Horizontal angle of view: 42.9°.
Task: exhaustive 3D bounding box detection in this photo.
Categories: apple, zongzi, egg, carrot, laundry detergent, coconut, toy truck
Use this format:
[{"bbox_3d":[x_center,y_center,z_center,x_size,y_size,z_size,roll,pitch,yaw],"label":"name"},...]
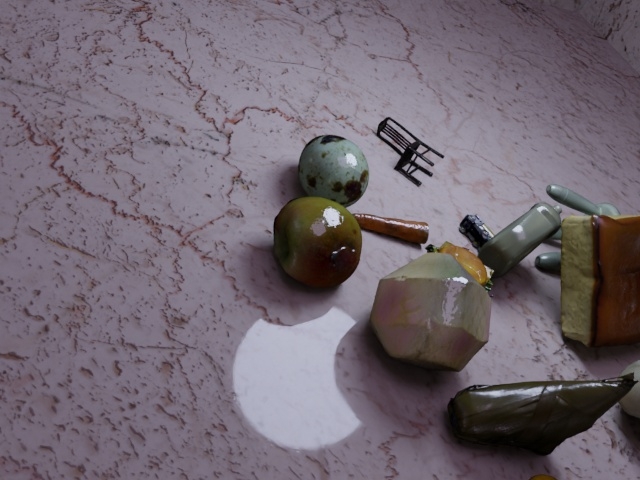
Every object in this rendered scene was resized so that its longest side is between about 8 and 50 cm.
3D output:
[{"bbox_3d":[0.000,0.000,1.775,0.188,0.174,0.207,3,60,-27],"label":"apple"},{"bbox_3d":[0.417,0.311,1.574,0.260,0.289,0.123,13,52,-22],"label":"zongzi"},{"bbox_3d":[0.028,-0.174,1.988,0.169,0.169,0.231,8,29,-26],"label":"egg"},{"bbox_3d":[0.158,-0.038,2.017,0.224,0.057,0.057,11,40,-15],"label":"carrot"},{"bbox_3d":[0.516,-0.013,2.058,0.253,0.181,0.091,-35,76,-22],"label":"laundry detergent"},{"bbox_3d":[0.233,0.143,1.705,0.259,0.259,0.259,18,38,-15],"label":"coconut"},{"bbox_3d":[0.427,-0.015,2.157,0.063,0.052,0.123,-7,51,-44],"label":"toy truck"}]

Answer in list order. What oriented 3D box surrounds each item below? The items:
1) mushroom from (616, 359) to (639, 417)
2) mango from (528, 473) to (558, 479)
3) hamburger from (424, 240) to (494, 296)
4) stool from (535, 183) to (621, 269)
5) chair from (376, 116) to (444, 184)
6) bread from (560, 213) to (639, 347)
[{"bbox_3d":[0.787,0.370,1.830,0.246,0.202,0.246,12,-2,1],"label":"mushroom"},{"bbox_3d":[0.440,0.523,1.510,0.102,0.085,0.184,3,50,-30],"label":"mango"},{"bbox_3d":[0.319,0.083,1.937,0.189,0.093,0.164,46,38,19],"label":"hamburger"},{"bbox_3d":[0.689,-0.021,2.227,0.199,0.195,0.195,9,41,-16],"label":"stool"},{"bbox_3d":[0.230,-0.257,2.287,0.212,0.084,0.101,38,34,11],"label":"chair"},{"bbox_3d":[0.752,0.094,2.045,0.333,0.143,0.323,-2,92,-32],"label":"bread"}]
